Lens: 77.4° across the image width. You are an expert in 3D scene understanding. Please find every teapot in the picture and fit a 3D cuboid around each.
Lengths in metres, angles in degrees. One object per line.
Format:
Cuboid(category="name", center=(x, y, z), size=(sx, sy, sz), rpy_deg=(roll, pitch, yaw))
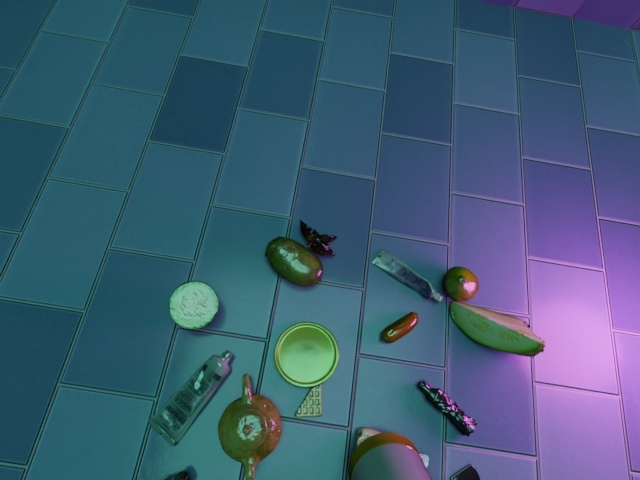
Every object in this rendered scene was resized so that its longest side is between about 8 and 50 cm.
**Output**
Cuboid(category="teapot", center=(-0.229, 0.588, 1.282), size=(0.204, 0.167, 0.311), rpy_deg=(-4, 69, -6))

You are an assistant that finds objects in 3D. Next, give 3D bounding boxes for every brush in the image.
Cuboid(category="brush", center=(0.445, 0.823, 1.332), size=(0.194, 0.016, 0.062), rpy_deg=(-25, 72, -14))

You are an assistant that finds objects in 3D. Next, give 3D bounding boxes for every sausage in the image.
Cuboid(category="sausage", center=(0.301, 0.327, 1.494), size=(0.183, 0.054, 0.062), rpy_deg=(-26, 101, -17))

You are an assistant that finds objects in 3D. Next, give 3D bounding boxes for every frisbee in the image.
Cuboid(category="frisbee", center=(-0.050, 0.407, 1.436), size=(0.236, 0.017, 0.235), rpy_deg=(0, 63, 0))

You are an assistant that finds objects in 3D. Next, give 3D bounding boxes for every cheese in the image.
Cuboid(category="cheese", center=(0.236, 0.717, 1.336), size=(0.256, 0.050, 0.127), rpy_deg=(14, 68, 0))

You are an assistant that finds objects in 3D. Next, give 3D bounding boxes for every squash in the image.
Cuboid(category="squash", center=(0.631, 0.339, 1.473), size=(0.289, 0.203, 0.111), rpy_deg=(14, 107, -3))
Cuboid(category="squash", center=(-0.442, 0.238, 1.423), size=(0.170, 0.123, 0.170), rpy_deg=(2, 68, -5))

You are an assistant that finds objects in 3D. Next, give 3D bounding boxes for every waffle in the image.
Cuboid(category="waffle", center=(-0.039, 0.536, 1.396), size=(0.098, 0.023, 0.152), rpy_deg=(3, 70, -6))

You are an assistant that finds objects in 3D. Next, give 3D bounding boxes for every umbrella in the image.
Cuboid(category="umbrella", center=(0.437, 0.583, 1.404), size=(0.236, 0.059, 0.066), rpy_deg=(40, 53, 9))

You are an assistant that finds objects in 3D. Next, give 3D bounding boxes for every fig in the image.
Cuboid(category="fig", center=(0.540, 0.169, 1.544), size=(0.136, 0.120, 0.153), rpy_deg=(42, 36, 14))

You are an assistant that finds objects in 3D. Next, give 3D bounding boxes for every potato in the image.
Cuboid(category="potato", center=(-0.098, 0.083, 1.525), size=(0.251, 0.113, 0.149), rpy_deg=(35, 66, 1))

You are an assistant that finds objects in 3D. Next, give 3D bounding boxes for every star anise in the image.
Cuboid(category="star anise", center=(-0.002, 0.003, 1.578), size=(0.157, 0.053, 0.212), rpy_deg=(16, 31, -28))

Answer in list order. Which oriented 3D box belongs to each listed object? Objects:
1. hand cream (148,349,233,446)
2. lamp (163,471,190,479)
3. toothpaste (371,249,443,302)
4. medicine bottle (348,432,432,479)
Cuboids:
Cuboid(category="hand cream", center=(-0.420, 0.516, 1.357), size=(0.124, 0.077, 0.340), rpy_deg=(38, 78, 9))
Cuboid(category="lamp", center=(-0.503, 0.807, 1.208), size=(0.250, 0.101, 0.101), rpy_deg=(-41, 77, -10))
Cuboid(category="toothpaste", center=(0.346, 0.144, 1.573), size=(0.301, 0.048, 0.075), rpy_deg=(36, 97, 16))
Cuboid(category="medicine bottle", center=(0.219, 0.745, 1.185), size=(0.238, 0.232, 0.237), rpy_deg=(-1, 100, -7))
